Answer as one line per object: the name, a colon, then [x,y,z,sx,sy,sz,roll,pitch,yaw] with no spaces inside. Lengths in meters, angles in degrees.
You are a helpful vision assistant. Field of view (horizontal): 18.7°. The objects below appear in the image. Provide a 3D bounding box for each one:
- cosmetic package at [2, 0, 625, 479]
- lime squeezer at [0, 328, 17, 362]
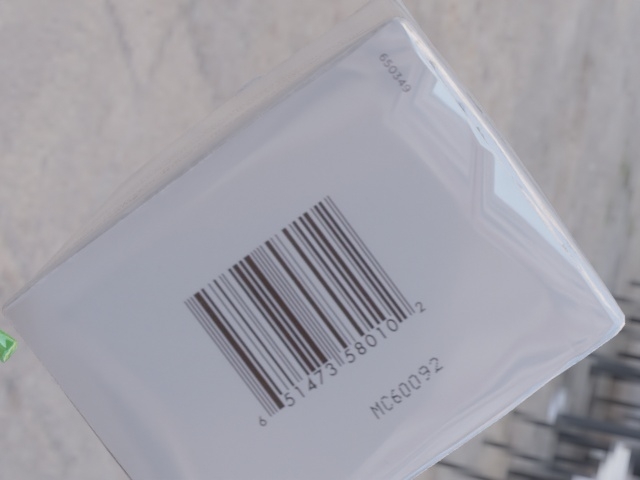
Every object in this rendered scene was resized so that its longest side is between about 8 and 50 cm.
cosmetic package: [0.000,0.000,0.894,0.155,0.197,0.365,53,7,-5]
lime squeezer: [-0.313,0.014,1.184,0.059,0.310,0.110,-32,118,-42]
